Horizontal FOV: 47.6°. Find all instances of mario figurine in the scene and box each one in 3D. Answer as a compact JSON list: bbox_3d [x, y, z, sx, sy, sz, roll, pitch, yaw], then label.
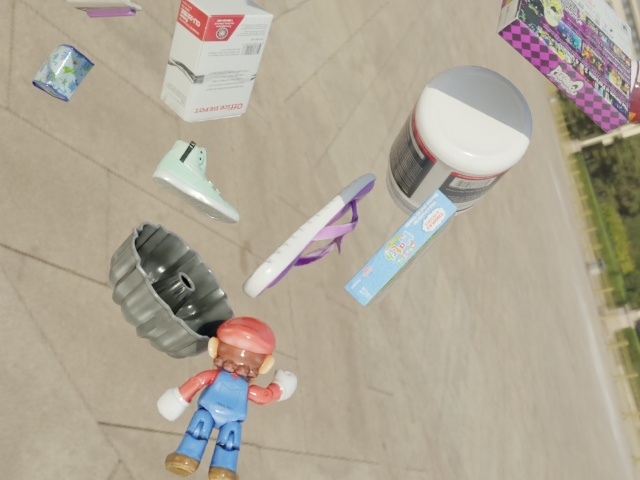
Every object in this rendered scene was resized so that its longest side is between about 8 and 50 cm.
[{"bbox_3d":[-0.171,0.293,1.351,0.198,0.170,0.320,43,52,-36],"label":"mario figurine"}]

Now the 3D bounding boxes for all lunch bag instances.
[{"bbox_3d":[-0.685,-0.443,1.901,0.128,0.151,0.096,-58,139,-10],"label":"lunch bag"}]

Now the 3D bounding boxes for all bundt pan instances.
[{"bbox_3d":[-0.342,0.124,1.610,0.330,0.124,0.331,51,12,-16],"label":"bundt pan"}]

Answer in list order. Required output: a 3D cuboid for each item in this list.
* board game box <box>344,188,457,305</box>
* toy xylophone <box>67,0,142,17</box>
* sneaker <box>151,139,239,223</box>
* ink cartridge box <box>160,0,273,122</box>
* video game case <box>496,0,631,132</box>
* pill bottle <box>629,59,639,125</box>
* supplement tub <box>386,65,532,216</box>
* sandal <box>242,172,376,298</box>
[{"bbox_3d":[0.108,0.017,0.945,0.039,0.160,0.211,43,3,8],"label":"board game box"},{"bbox_3d":[-0.428,-0.557,1.274,0.081,0.236,0.322,-54,152,-63],"label":"toy xylophone"},{"bbox_3d":[-0.293,-0.157,1.880,0.256,0.094,0.151,35,64,-25],"label":"sneaker"},{"bbox_3d":[-0.251,-0.435,1.736,0.197,0.272,0.114,-18,50,-44],"label":"ink cartridge box"},{"bbox_3d":[0.348,-0.294,1.013,0.232,0.042,0.210,33,53,-22],"label":"video game case"},{"bbox_3d":[0.638,-0.290,1.439,0.121,0.221,0.121,15,90,-85],"label":"pill bottle"},{"bbox_3d":[0.225,-0.155,1.246,0.272,0.191,0.191,117,-35,-69],"label":"supplement tub"},{"bbox_3d":[-0.005,0.005,1.581,0.102,0.169,0.416,48,62,-1],"label":"sandal"}]
